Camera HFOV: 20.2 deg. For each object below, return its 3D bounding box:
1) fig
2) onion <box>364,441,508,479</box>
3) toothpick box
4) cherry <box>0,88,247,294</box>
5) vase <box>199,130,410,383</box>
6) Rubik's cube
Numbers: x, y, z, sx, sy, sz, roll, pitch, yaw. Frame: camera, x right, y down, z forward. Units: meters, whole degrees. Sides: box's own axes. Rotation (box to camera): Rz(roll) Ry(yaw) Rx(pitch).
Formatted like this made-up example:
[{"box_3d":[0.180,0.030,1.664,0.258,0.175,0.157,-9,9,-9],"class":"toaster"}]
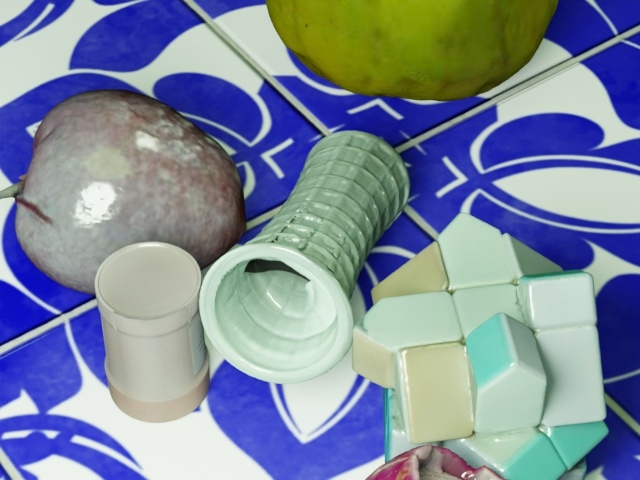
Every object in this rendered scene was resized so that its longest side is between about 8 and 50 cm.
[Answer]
[{"box_3d":[0.096,-0.324,1.922,0.343,0.343,0.343,0,46,0],"class":"fig"},{"box_3d":[0.099,0.283,1.457,0.207,0.200,0.200,39,53,-2],"class":"onion"},{"box_3d":[-0.154,0.086,1.663,0.098,0.149,0.098,0,47,0],"class":"toothpick box"},{"box_3d":[-0.200,-0.049,1.772,0.266,0.183,0.213,13,55,-9],"class":"cherry"},{"box_3d":[0.000,0.000,1.712,0.143,0.143,0.299,12,30,11],"class":"vase"},{"box_3d":[0.138,0.117,1.589,0.224,0.213,0.265,0,48,-2],"class":"Rubik's cube"}]
